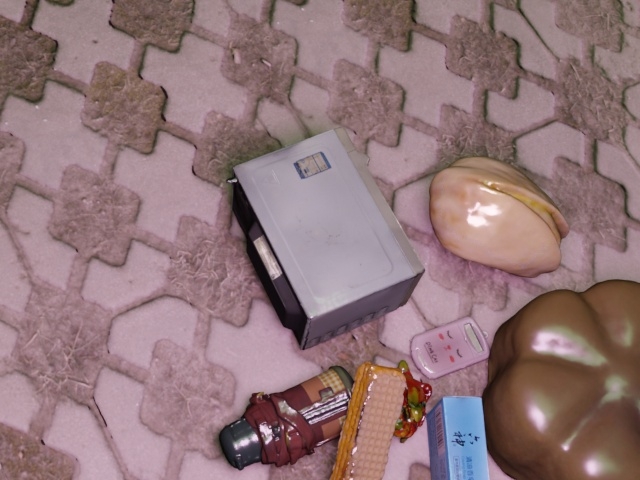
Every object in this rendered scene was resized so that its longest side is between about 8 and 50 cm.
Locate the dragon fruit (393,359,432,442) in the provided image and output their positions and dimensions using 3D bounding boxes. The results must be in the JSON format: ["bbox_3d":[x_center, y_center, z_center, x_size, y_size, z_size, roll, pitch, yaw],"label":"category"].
[{"bbox_3d":[0.162,0.324,1.797,0.138,0.175,0.142,-16,99,-4],"label":"dragon fruit"}]

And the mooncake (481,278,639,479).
[{"bbox_3d":[0.544,0.296,1.772,0.467,0.262,0.467,2,63,-5],"label":"mooncake"}]

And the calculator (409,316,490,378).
[{"bbox_3d":[0.269,0.220,1.893,0.175,0.032,0.100,-18,69,-16],"label":"calculator"}]

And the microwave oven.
[{"bbox_3d":[0.000,0.000,1.858,0.286,0.218,0.355,-23,71,-16],"label":"microwave oven"}]

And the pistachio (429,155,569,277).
[{"bbox_3d":[0.367,-0.048,1.922,0.321,0.238,0.229,31,69,-15],"label":"pistachio"}]

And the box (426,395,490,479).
[{"bbox_3d":[0.259,0.424,1.736,0.083,0.142,0.232,1,65,-8],"label":"box"}]

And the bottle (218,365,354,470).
[{"bbox_3d":[-0.060,0.336,1.735,0.271,0.143,0.156,-21,44,-15],"label":"bottle"}]

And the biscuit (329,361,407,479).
[{"bbox_3d":[0.073,0.413,1.682,0.094,0.054,0.379,16,86,-31],"label":"biscuit"}]
